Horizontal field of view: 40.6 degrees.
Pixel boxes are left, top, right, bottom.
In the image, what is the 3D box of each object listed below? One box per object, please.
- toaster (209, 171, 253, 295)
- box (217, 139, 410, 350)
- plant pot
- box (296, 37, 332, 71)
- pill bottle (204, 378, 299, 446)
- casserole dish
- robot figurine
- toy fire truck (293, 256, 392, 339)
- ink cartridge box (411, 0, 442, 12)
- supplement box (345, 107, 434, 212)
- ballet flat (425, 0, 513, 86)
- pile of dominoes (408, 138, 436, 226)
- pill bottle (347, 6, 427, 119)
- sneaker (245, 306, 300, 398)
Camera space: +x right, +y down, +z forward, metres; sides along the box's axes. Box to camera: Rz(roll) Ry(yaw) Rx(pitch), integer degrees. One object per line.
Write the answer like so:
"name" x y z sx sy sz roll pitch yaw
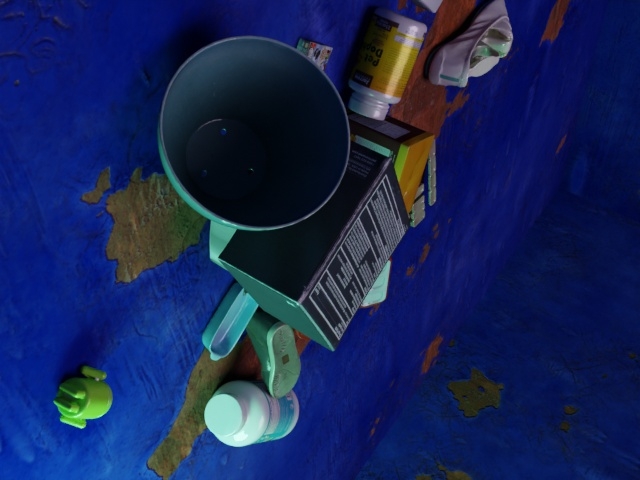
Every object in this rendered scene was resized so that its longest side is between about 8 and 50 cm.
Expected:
"toaster" -0.122 -0.024 1.643 0.186 0.110 0.168 -39 147 -44
"box" 0.000 0.000 1.547 0.294 0.183 0.296 -58 158 -14
"plant pot" -0.124 -0.146 1.352 0.290 0.290 0.195 -54 -168 -19
"box" -0.030 -0.308 1.630 0.094 0.027 0.137 -11 125 -64
"pill bottle" -0.161 0.391 1.975 0.146 0.146 0.264 -64 157 3
"casserole dish" -0.187 0.160 1.805 0.188 0.037 0.114 -60 157 -7
"robot figurine" -0.393 0.263 1.442 0.101 0.067 0.115 -70 158 -4
"toy fire truck" 0.038 0.060 1.860 0.254 0.169 0.302 -16 141 -16
"ink cartridge box" 0.219 -0.613 1.663 0.239 0.060 0.275 19 104 -56
"supplement box" 0.110 -0.166 1.869 0.129 0.194 0.191 -29 140 -54
"ballet flat" 0.418 -0.500 2.237 0.400 0.139 0.139 -44 151 -37
"pile of dominoes" 0.255 -0.144 2.435 0.196 0.040 0.251 -42 143 -31
"pill bottle" 0.131 -0.364 1.795 0.117 0.117 0.215 -12 126 -62
"sneaker" -0.111 0.241 1.915 0.083 0.118 0.222 -24 131 -31
